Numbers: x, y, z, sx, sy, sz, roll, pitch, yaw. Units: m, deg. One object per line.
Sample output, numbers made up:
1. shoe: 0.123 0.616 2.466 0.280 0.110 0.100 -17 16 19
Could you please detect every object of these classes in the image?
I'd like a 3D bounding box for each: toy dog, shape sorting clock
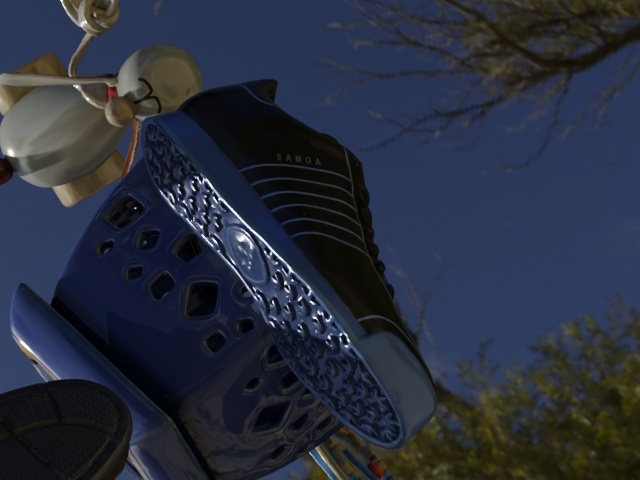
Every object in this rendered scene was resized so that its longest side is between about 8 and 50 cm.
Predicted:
1. toy dog: -0.250 -0.108 1.131 0.161 0.220 0.334 -42 -4 -28
2. shape sorting clock: 0.052 0.248 1.232 0.040 0.206 0.206 -47 -47 2

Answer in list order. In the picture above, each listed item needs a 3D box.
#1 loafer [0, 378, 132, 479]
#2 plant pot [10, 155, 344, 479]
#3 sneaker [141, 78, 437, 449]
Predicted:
1. loafer: -0.235 0.194 0.678 0.302 0.109 0.095 -36 -35 -35
2. plant pot: -0.119 0.097 1.032 0.212 0.236 0.236 -42 -32 -18
3. sneaker: 0.000 0.000 0.630 0.090 0.232 0.081 -28 -22 -27
